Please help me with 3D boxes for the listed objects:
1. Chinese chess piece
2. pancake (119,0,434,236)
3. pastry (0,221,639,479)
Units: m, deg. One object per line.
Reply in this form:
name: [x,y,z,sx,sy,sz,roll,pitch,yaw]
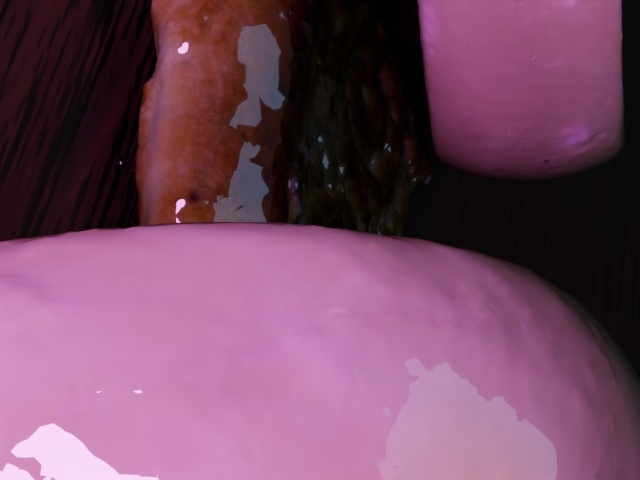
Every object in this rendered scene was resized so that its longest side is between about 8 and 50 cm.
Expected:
Chinese chess piece: [0.103,-0.164,1.020,0.273,0.102,0.273,-2,90,-83]
pancake: [-0.002,-0.004,0.847,0.305,0.067,0.427,64,29,-48]
pastry: [-0.039,0.082,0.497,0.265,0.265,0.133,28,59,-66]
